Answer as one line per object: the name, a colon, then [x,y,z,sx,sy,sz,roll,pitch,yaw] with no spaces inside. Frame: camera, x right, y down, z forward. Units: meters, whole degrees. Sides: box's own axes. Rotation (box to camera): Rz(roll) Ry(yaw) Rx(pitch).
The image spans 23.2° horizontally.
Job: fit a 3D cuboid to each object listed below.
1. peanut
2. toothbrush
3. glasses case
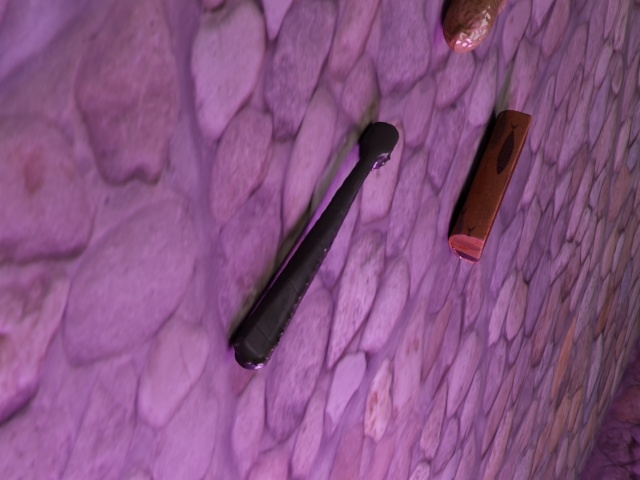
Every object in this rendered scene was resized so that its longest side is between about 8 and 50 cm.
peanut: [0.150,-0.224,1.498,0.113,0.054,0.054,-59,156,-32]
toothbrush: [0.000,0.000,1.274,0.030,0.030,0.297,100,16,-46]
glasses case: [0.189,-0.062,1.745,0.064,0.041,0.170,91,20,-65]
